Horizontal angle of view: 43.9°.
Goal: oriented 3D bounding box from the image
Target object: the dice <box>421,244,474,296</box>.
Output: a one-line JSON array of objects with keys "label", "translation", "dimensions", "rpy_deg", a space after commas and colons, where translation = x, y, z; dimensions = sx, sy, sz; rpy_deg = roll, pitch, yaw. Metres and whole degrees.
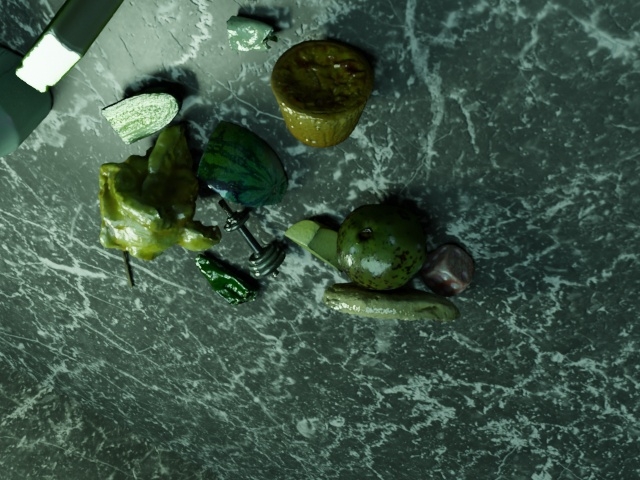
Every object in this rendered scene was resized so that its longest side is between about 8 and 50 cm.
[{"label": "dice", "translation": [0.300, 0.071, 1.877], "dimensions": [0.094, 0.091, 0.093], "rpy_deg": [40, 141, -16]}]

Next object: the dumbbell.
[{"label": "dumbbell", "translation": [-0.188, -0.006, 2.088], "dimensions": [0.110, 0.110, 0.255], "rpy_deg": [-17, 118, 42]}]

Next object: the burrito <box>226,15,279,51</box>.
[{"label": "burrito", "translation": [-0.137, -0.418, 1.623], "dimensions": [0.118, 0.044, 0.074], "rpy_deg": [13, 137, 23]}]

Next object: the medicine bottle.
[{"label": "medicine bottle", "translation": [-0.854, -0.311, 1.984], "dimensions": [0.244, 0.290, 0.245], "rpy_deg": [17, 141, 14]}]

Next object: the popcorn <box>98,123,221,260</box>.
[{"label": "popcorn", "translation": [-0.419, -0.098, 1.949], "dimensions": [0.289, 0.326, 0.321], "rpy_deg": [-15, 113, 6]}]

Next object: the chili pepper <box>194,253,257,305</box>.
[{"label": "chili pepper", "translation": [-0.271, 0.111, 2.301], "dimensions": [0.216, 0.062, 0.108], "rpy_deg": [38, 135, -12]}]

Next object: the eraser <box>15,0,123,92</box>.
[{"label": "eraser", "translation": [-0.493, -0.453, 1.624], "dimensions": [0.092, 0.274, 0.210], "rpy_deg": [38, 144, -26]}]

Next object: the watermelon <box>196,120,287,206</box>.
[{"label": "watermelon", "translation": [-0.184, -0.155, 1.870], "dimensions": [0.231, 0.146, 0.128], "rpy_deg": [36, 141, -7]}]

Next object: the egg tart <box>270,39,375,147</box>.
[{"label": "egg tart", "translation": [0.001, -0.287, 1.591], "dimensions": [0.202, 0.203, 0.147], "rpy_deg": [22, 156, 8]}]

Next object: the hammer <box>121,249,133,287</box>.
[{"label": "hammer", "translation": [-0.607, 0.061, 2.479], "dimensions": [0.058, 0.029, 0.292], "rpy_deg": [21, 144, 13]}]

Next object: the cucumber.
[{"label": "cucumber", "translation": [-0.411, -0.313, 1.895], "dimensions": [0.243, 0.063, 0.115], "rpy_deg": [-10, 133, 38]}]

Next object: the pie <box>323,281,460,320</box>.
[{"label": "pie", "translation": [0.166, 0.145, 1.914], "dimensions": [0.337, 0.075, 0.337], "rpy_deg": [7, -179, 0]}]

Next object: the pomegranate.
[{"label": "pomegranate", "translation": [0.149, 0.024, 1.852], "dimensions": [0.214, 0.214, 0.248], "rpy_deg": [9, 163, 22]}]

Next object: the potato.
[{"label": "potato", "translation": [0.000, 0.000, 2.019], "dimensions": [0.149, 0.081, 0.120], "rpy_deg": [38, 175, -39]}]
